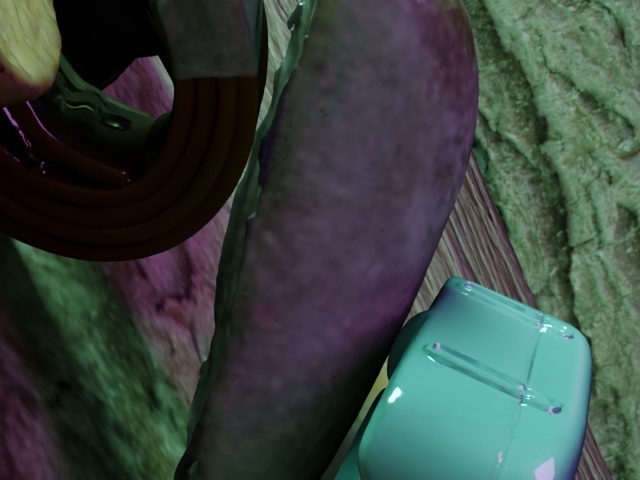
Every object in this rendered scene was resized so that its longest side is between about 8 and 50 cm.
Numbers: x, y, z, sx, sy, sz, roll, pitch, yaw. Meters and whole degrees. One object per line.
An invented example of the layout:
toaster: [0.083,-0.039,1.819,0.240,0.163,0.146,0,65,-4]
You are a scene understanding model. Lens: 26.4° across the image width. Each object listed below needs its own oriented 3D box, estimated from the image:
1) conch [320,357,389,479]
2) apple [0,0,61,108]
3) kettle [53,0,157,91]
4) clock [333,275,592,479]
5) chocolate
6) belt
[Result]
conch: [0.035,0.154,0.863,0.255,0.127,0.158,36,-12,-5]
apple: [-0.204,-0.154,0.385,0.251,0.163,0.293,54,17,-83]
kettle: [-0.090,-0.222,0.792,0.207,0.250,0.271,45,31,-37]
clock: [0.031,0.162,0.618,0.094,0.274,0.223,26,15,7]
chocolate: [0.000,0.000,0.651,0.100,0.303,0.185,16,13,-9]
belt: [-0.121,-0.119,0.581,0.105,0.184,0.261,-77,143,-68]
